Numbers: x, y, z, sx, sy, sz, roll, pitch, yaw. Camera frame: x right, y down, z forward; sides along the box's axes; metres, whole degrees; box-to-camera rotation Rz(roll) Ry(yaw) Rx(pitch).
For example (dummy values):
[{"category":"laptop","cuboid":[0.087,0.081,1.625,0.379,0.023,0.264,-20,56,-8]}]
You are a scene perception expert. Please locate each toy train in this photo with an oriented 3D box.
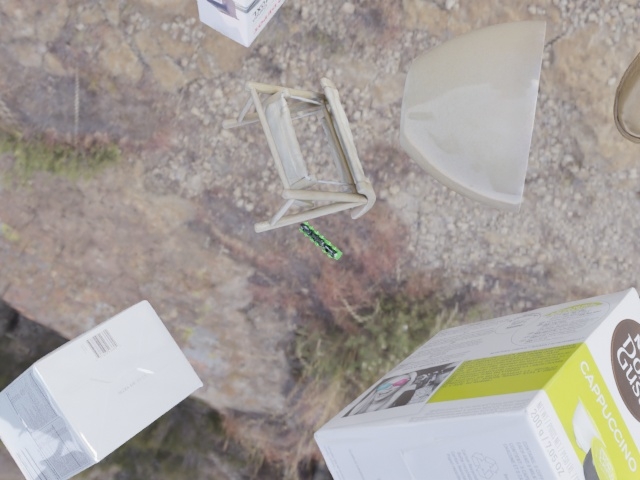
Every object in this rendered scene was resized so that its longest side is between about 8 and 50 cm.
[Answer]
[{"category":"toy train","cuboid":[0.000,0.000,1.212,0.017,0.083,0.023,-55,144,9]}]

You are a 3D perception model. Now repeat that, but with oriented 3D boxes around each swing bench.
[{"category":"swing bench","cuboid":[-0.027,-0.175,1.678,0.254,0.253,0.165,-10,161,-30]}]

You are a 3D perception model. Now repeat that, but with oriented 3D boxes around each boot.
[{"category":"boot","cuboid":[0.421,-0.241,0.976,0.089,0.236,0.269,26,-175,15]}]

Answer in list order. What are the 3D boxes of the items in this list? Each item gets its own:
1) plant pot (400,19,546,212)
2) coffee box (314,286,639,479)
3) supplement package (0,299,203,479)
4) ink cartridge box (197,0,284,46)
[{"category":"plant pot","cuboid":[0.224,-0.193,1.274,0.190,0.284,0.284,8,139,12]},{"category":"coffee box","cuboid":[0.271,0.302,1.104,0.338,0.334,0.338,-21,96,44]},{"category":"supplement package","cuboid":[-0.314,0.215,1.157,0.203,0.194,0.149,-35,88,43]},{"category":"ink cartridge box","cuboid":[-0.102,-0.427,1.236,0.100,0.172,0.237,32,161,8]}]
